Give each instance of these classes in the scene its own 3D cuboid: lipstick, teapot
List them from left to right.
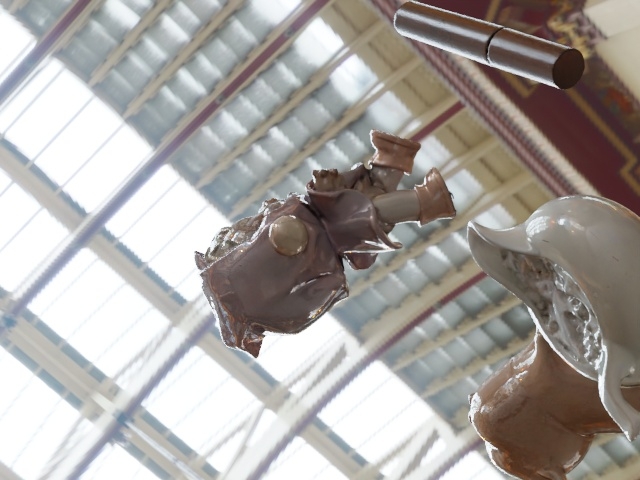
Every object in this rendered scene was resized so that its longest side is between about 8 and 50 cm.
[{"bbox_3d":[0.218,-0.274,1.412,0.057,0.357,0.057,-14,-62,-28],"label":"lipstick"},{"bbox_3d":[0.277,0.062,1.032,0.139,0.298,0.204,-23,-41,-20],"label":"teapot"}]

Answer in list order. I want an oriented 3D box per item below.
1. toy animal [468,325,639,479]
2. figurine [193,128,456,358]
[{"bbox_3d":[0.391,0.250,1.620,0.326,0.237,0.269,-8,-81,21],"label":"toy animal"},{"bbox_3d":[0.000,0.001,1.033,0.276,0.200,0.133,-34,-88,4],"label":"figurine"}]
